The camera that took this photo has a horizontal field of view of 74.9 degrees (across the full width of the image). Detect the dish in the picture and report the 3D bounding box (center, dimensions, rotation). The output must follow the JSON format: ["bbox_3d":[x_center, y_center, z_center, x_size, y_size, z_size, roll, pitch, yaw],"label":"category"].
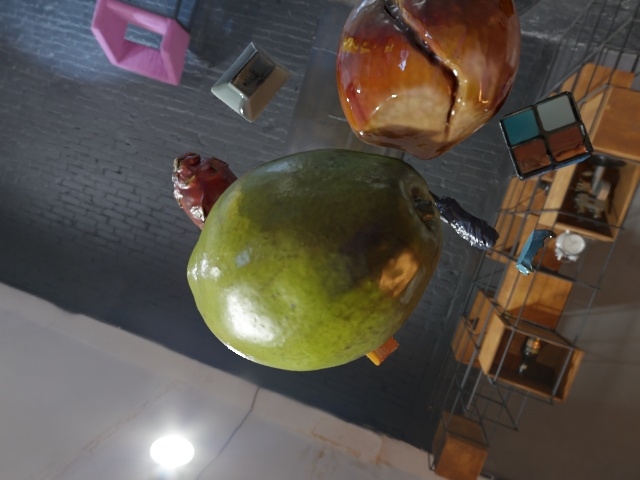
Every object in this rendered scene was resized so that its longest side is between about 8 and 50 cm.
[{"bbox_3d":[-0.234,-0.559,1.441,0.182,0.243,0.080,38,171,-8],"label":"dish"}]

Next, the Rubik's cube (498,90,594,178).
[{"bbox_3d":[0.603,-0.274,1.131,0.184,0.180,0.167,-21,176,25],"label":"Rubik's cube"}]

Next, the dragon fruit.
[{"bbox_3d":[-0.375,-0.157,1.439,0.251,0.314,0.250,-19,-166,5],"label":"dragon fruit"}]

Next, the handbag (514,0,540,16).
[{"bbox_3d":[0.423,-0.735,1.022,0.302,0.274,0.178,9,166,-33],"label":"handbag"}]

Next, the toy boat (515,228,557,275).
[{"bbox_3d":[0.755,0.037,1.460,0.077,0.185,0.075,27,165,12],"label":"toy boat"}]

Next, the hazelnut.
[{"bbox_3d":[0.201,-0.347,0.823,0.373,0.371,0.315,20,-165,20],"label":"hazelnut"}]

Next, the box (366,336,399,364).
[{"bbox_3d":[0.067,0.176,1.093,0.274,0.091,0.221,50,178,-39],"label":"box"}]

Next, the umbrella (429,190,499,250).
[{"bbox_3d":[0.323,-0.064,1.033,0.248,0.070,0.071,37,-167,15],"label":"umbrella"}]

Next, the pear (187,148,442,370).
[{"bbox_3d":[-0.012,0.019,0.410,0.269,0.212,0.212,-21,166,31],"label":"pear"}]
